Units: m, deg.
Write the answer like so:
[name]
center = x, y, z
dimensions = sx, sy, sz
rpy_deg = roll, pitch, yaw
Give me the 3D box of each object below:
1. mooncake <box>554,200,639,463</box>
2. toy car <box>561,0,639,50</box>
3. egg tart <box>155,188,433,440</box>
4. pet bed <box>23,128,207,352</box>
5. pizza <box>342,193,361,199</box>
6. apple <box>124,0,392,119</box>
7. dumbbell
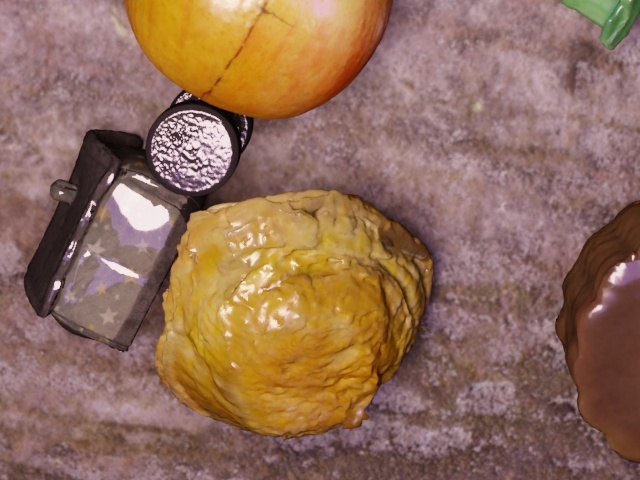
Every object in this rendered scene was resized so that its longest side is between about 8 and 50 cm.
[mooncake]
center = 0.427, 0.100, 1.418
dimensions = 0.324, 0.187, 0.323
rpy_deg = 1, 107, 3
[toy car]
center = 0.347, -0.396, 1.293
dimensions = 0.213, 0.176, 0.358
rpy_deg = 39, 94, 25
[egg tart]
center = -0.011, 0.103, 1.391
dimensions = 0.340, 0.153, 0.351
rpy_deg = 6, 126, -30
[pet bed]
center = -0.239, -0.004, 1.416
dimensions = 0.159, 0.183, 0.210
rpy_deg = 28, 104, -7
[pizza]
center = 0.000, 0.000, 1.489
dimensions = 0.123, 0.026, 0.108
rpy_deg = -16, 106, 4
[apple]
center = -0.066, -0.256, 1.297
dimensions = 0.286, 0.286, 0.233
rpy_deg = 26, 112, -5
[dumbbell]
center = -0.129, -0.115, 1.377
dimensions = 0.100, 0.191, 0.100
rpy_deg = 1, 105, 2
